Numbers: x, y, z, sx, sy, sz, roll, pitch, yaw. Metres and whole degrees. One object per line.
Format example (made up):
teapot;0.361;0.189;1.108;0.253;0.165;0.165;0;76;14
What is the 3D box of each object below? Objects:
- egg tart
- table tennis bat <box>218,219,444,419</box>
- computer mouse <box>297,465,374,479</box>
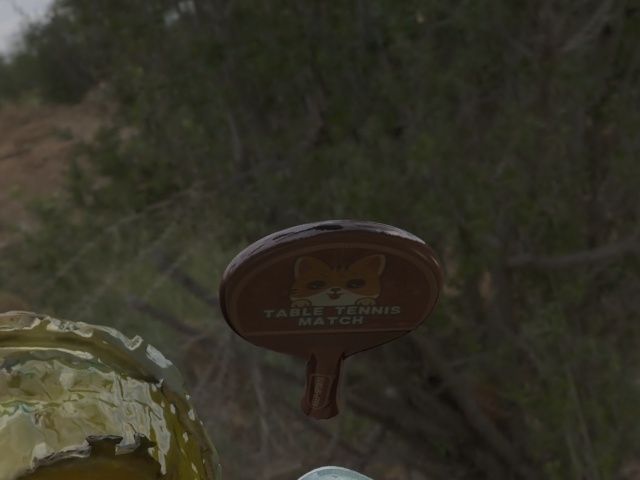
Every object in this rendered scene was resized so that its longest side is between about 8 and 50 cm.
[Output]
egg tart;-0.164;0.196;0.855;0.315;0.315;0.120;-22;22;-33
table tennis bat;0.000;0.000;0.743;0.107;0.119;0.170;-2;-35;-5
computer mouse;0.074;0.289;1.036;0.159;0.288;0.097;-56;-19;4
